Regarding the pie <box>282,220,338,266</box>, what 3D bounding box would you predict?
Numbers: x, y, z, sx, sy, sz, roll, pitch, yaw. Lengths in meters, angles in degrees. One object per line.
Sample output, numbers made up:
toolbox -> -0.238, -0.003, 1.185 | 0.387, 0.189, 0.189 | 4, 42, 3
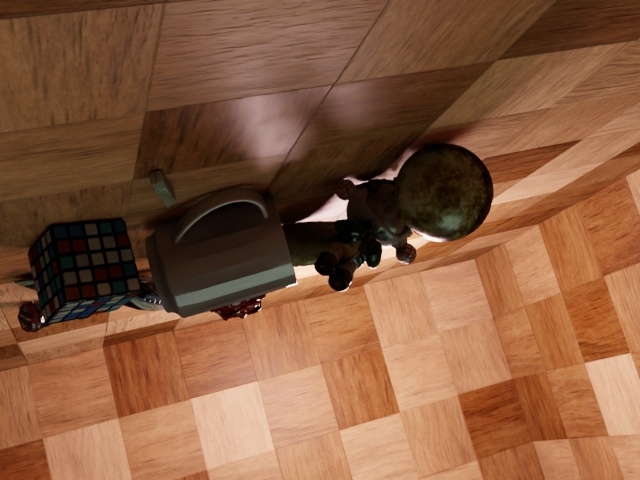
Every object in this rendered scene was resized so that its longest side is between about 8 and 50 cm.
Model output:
pie -> 0.000, 0.000, 2.271 | 0.323, 0.071, 0.323 | -4, -165, 1

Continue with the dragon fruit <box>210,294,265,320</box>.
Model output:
dragon fruit -> -0.260, 0.100, 2.433 | 0.233, 0.234, 0.293 | -10, 132, -27

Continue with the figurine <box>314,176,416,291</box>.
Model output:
figurine -> 0.119, -0.026, 2.089 | 0.370, 0.281, 0.167 | -51, -169, -36

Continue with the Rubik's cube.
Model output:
Rubik's cube -> -0.536, 0.068, 1.856 | 0.184, 0.187, 0.182 | -11, 168, -37

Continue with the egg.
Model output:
egg -> 0.301, -0.117, 1.991 | 0.238, 0.238, 0.289 | -19, 179, 16

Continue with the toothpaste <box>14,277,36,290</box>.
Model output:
toothpaste -> -0.698, 0.136, 2.284 | 0.098, 0.061, 0.392 | -5, 170, 14

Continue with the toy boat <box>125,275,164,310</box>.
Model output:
toy boat -> -0.509, 0.141, 2.496 | 0.262, 0.114, 0.115 | -3, 125, -47

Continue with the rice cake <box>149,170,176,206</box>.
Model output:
rice cake -> -0.323, -0.106, 1.684 | 0.029, 0.033, 0.171 | -14, 169, -4

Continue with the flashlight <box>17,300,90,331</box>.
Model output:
flashlight -> -0.800, 0.221, 2.498 | 0.093, 0.093, 0.232 | -24, 169, 38

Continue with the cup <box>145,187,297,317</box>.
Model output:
cup -> -0.246, 0.015, 1.968 | 0.326, 0.237, 0.323 | -15, 140, -4
